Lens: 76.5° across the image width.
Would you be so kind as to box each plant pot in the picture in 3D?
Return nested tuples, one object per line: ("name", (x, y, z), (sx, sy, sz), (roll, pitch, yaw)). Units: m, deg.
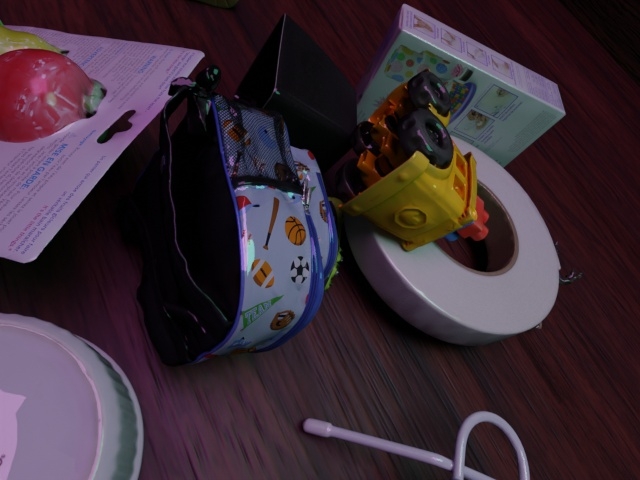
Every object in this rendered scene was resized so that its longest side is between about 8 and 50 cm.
("plant pot", (-0.043, -0.203, 0.670), (0.167, 0.188, 0.187), (22, 53, -29))

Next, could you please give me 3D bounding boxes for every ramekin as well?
("ramekin", (-0.296, 0.187, 0.344), (0.273, 0.127, 0.273), (12, 57, -19))

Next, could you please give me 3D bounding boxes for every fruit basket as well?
("fruit basket", (-0.351, -0.135, 0.442), (0.353, 0.165, 0.327), (14, 54, 4))

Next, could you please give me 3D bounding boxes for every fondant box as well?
("fondant box", (0.237, -0.250, 0.777), (0.330, 0.238, 0.096), (19, 56, -13))

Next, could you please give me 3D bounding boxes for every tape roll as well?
("tape roll", (0.226, -0.020, 0.684), (0.392, 0.072, 0.392), (12, 56, -19))

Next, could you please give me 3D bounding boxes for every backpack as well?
("backpack", (-0.109, 0.004, 0.476), (0.213, 0.276, 0.263), (7, 61, -36))

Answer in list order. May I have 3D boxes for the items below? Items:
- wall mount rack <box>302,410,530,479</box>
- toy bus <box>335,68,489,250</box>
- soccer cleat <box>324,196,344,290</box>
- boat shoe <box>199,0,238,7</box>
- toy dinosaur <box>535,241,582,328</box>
("wall mount rack", (0.104, 0.351, 0.436), (0.304, 0.130, 0.350), (28, 54, -11))
("toy bus", (0.152, -0.096, 0.569), (0.211, 0.149, 0.220), (34, 49, -20))
("soccer cleat", (0.000, 0.000, 0.639), (0.072, 0.060, 0.179), (13, 50, -6))
("boat shoe", (-0.299, -0.558, 0.811), (0.277, 0.098, 0.096), (5, 59, -32))
("toy dinosaur", (0.429, 0.045, 0.801), (0.118, 0.064, 0.268), (0, 61, -8))
